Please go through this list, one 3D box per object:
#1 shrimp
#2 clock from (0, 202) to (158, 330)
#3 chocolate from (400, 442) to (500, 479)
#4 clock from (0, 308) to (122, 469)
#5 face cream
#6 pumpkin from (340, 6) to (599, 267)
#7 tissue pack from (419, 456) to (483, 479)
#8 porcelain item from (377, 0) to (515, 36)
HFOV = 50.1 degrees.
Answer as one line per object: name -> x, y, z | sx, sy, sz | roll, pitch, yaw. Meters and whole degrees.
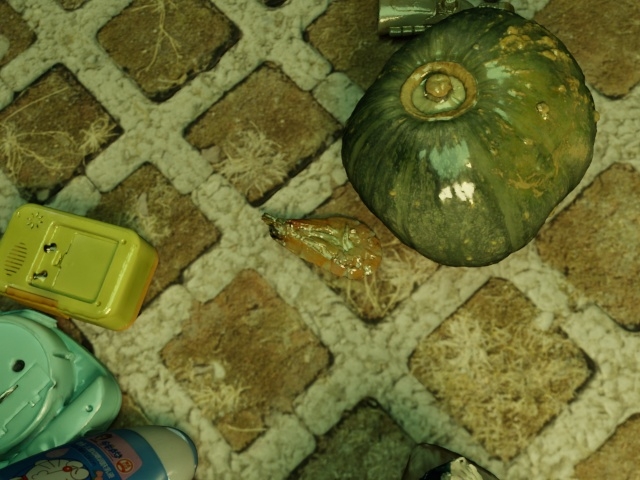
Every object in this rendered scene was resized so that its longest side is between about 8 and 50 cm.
shrimp -> 0.000, 0.000, 0.983 | 0.184, 0.043, 0.091 | 16, 67, 4
clock -> -0.348, 0.038, 0.973 | 0.202, 0.096, 0.143 | 15, 77, 11
chocolate -> 0.134, 0.382, 0.822 | 0.157, 0.080, 0.254 | 27, 77, 13
clock -> -0.429, 0.204, 0.928 | 0.274, 0.094, 0.223 | 40, 79, 15
face cream -> -0.264, 0.292, 0.821 | 0.149, 0.264, 0.083 | 30, 117, 36
pumpkin -> 0.199, -0.131, 0.889 | 0.328, 0.257, 0.291 | -41, 60, -1
tissue pack -> 0.051, 0.446, 0.648 | 0.264, 0.253, 0.416 | 48, 111, 16
porcelain item -> 0.196, -0.353, 1.068 | 0.213, 0.054, 0.084 | 4, 74, 6
